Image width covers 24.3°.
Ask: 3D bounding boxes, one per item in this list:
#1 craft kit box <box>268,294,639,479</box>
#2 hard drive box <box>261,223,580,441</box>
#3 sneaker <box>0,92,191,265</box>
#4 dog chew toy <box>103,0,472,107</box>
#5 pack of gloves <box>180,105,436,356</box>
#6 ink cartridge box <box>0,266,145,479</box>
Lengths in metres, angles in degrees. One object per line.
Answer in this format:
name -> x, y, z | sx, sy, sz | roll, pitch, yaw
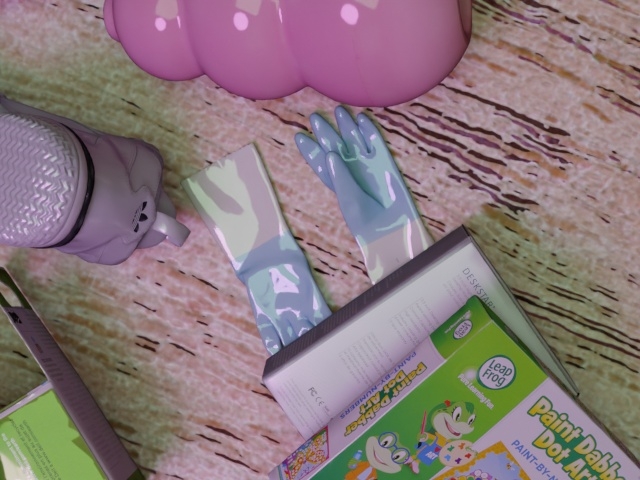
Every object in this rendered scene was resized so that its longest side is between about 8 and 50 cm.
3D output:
craft kit box -> 0.127, 0.211, 1.317 | 0.246, 0.061, 0.250 | -44, 116, 6
hard drive box -> 0.091, 0.126, 1.379 | 0.232, 0.089, 0.181 | -34, 96, 6
sneaker -> -0.290, -0.070, 1.401 | 0.366, 0.210, 0.137 | 24, 94, 38
dog chew toy -> -0.034, -0.216, 1.344 | 0.332, 0.206, 0.206 | -4, 91, 13
pack of gloves -> 0.000, 0.000, 1.417 | 0.195, 0.046, 0.232 | -27, 89, 5
ink cartridge box -> -0.274, 0.150, 1.369 | 0.097, 0.189, 0.255 | -33, 88, -3
